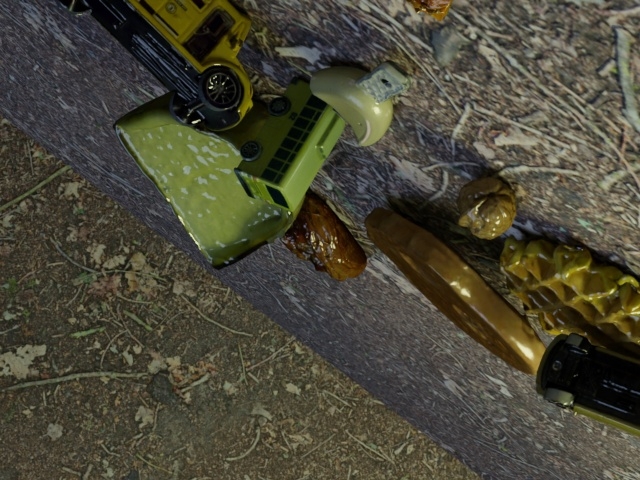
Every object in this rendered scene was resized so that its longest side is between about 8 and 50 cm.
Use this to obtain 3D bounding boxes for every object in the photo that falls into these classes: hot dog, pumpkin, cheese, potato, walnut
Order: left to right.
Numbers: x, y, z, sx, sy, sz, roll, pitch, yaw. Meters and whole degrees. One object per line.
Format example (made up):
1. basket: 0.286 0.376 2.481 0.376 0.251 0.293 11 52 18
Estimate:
1. potato: -0.125 -0.142 1.660 0.280 0.212 0.330 -6 128 44
2. hot dog: 0.003 -0.001 1.941 0.160 0.099 0.227 23 157 44
3. cheese: 0.061 -0.185 1.290 0.127 0.049 0.235 41 167 -12
4. pumpkin: 0.100 -0.254 1.007 0.073 0.035 0.101 38 169 7
5. walnut: 0.216 -0.043 1.323 0.079 0.083 0.096 63 173 14

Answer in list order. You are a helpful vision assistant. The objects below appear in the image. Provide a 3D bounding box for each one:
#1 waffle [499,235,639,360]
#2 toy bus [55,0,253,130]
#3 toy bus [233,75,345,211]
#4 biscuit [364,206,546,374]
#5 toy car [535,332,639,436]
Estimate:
1. waffle: 0.387 0.104 1.405 0.329 0.062 0.329 36 166 10
2. toy bus: -0.210 -0.302 1.375 0.331 0.151 0.145 44 159 -17
3. toy bus: -0.039 -0.137 1.447 0.101 0.175 0.088 23 162 23
4. biscuit: 0.223 0.077 1.641 0.365 0.062 0.385 43 176 -17
5. toy car: 0.422 0.212 1.347 0.257 0.101 0.124 18 170 32
